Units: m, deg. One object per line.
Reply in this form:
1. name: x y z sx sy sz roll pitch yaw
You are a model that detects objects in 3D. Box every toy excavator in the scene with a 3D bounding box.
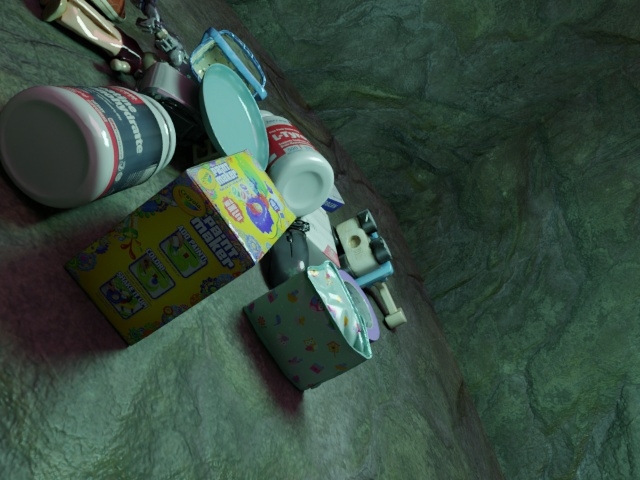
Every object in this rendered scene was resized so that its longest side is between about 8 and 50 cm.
1. toy excavator: 0.231 0.137 2.005 0.445 0.222 0.433 44 22 -60

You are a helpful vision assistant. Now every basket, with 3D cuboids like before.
1. basket: -0.304 -0.559 1.513 0.255 0.201 0.289 50 -7 -26

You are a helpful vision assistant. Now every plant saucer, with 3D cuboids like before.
1. plant saucer: -0.438 -0.525 1.571 0.195 0.037 0.195 49 20 -24
2. plant saucer: -0.242 -0.329 1.293 0.317 0.043 0.318 48 35 -50

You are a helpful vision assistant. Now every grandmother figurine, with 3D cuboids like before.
1. grandmother figurine: -0.531 -0.511 1.201 0.342 0.104 0.208 23 47 -57

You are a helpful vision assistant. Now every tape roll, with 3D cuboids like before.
1. tape roll: 0.095 0.242 1.612 0.275 0.090 0.275 50 18 -23

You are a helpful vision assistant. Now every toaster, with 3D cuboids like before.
1. toaster: -0.387 -0.358 1.223 0.226 0.129 0.147 28 42 -41

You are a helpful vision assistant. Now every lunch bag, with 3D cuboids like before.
1. lunch bag: -0.019 0.214 1.124 0.262 0.223 0.160 60 25 6

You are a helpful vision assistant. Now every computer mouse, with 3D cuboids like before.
1. computer mouse: -0.101 0.033 1.355 0.188 0.072 0.273 1 55 -16

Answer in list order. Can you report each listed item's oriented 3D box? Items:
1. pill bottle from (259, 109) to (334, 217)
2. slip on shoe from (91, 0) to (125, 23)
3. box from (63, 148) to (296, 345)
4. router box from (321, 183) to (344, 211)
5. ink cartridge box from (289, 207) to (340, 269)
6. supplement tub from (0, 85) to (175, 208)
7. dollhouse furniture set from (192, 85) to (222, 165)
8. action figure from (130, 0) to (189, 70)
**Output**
1. pill bottle: -0.141 -0.277 1.565 0.229 0.229 0.408 38 12 -47
2. slip on shoe: -0.573 -0.670 1.248 0.123 0.101 0.331 39 3 -22
3. box: -0.230 -0.005 0.842 0.177 0.279 0.290 54 18 -8
4. router box: -0.040 -0.296 2.174 0.301 0.082 0.335 62 18 13
5. ink cartridge box: -0.051 -0.028 1.628 0.207 0.117 0.283 43 23 -38
6. supplement tub: -0.397 -0.176 0.828 0.191 0.191 0.272 54 18 -10
7. dollhouse furniture set: -0.294 -0.256 1.389 0.201 0.152 0.375 13 64 -66
8. action figure: -0.451 -0.595 1.276 0.185 0.099 0.285 140 -74 -83
